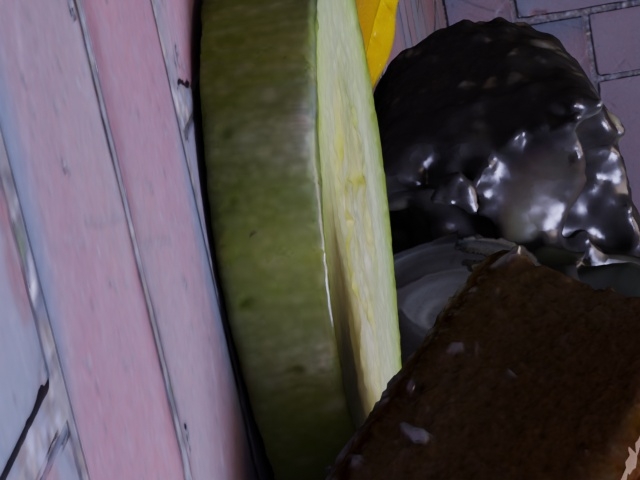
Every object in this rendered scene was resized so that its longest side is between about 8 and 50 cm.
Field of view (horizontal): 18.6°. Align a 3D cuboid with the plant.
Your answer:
[{"bbox_3d":[0.124,-0.015,1.325,0.276,0.199,0.188,-97,168,-47],"label":"plant"}]

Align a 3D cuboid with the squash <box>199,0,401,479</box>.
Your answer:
[{"bbox_3d":[0.000,0.000,0.818,0.252,0.049,0.252,-8,90,-83],"label":"squash"}]

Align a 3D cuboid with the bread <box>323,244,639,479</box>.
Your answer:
[{"bbox_3d":[0.090,0.201,0.822,0.165,0.113,0.416,-52,147,-31],"label":"bread"}]

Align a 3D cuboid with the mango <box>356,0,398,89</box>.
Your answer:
[{"bbox_3d":[0.009,-0.125,1.002,0.187,0.066,0.101,-83,172,-49],"label":"mango"}]

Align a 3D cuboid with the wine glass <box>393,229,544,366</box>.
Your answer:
[{"bbox_3d":[0.095,0.120,1.135,0.126,0.126,0.241,-92,167,-48],"label":"wine glass"}]
